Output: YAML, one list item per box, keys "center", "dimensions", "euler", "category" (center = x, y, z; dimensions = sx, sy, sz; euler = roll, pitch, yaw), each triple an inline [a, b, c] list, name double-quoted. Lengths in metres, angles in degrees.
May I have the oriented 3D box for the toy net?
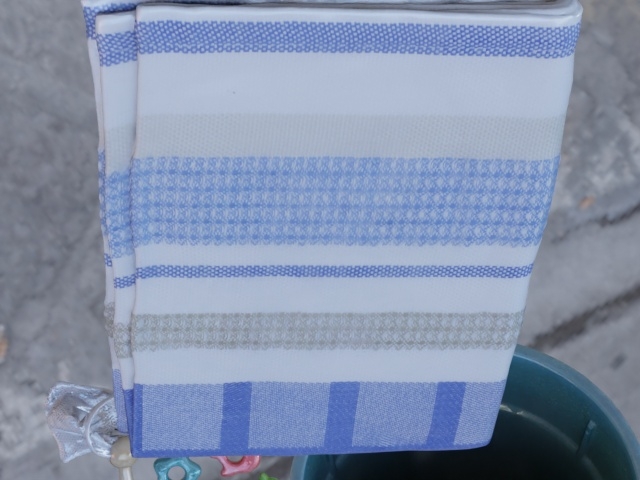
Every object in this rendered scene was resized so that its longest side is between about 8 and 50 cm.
- center: [-0.133, 0.193, 1.230]
  dimensions: [0.232, 0.045, 0.122]
  euler: [42, 91, -9]
  category: "toy net"

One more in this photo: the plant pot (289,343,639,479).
- center: [0.144, 0.334, 1.470]
  dimensions: [0.341, 0.341, 0.334]
  euler: [-26, 145, -18]
  category: "plant pot"

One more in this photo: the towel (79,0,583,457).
- center: [0.000, 0.000, 0.673]
  dimensions: [0.209, 0.034, 0.285]
  euler: [0, 131, -5]
  category: "towel"
